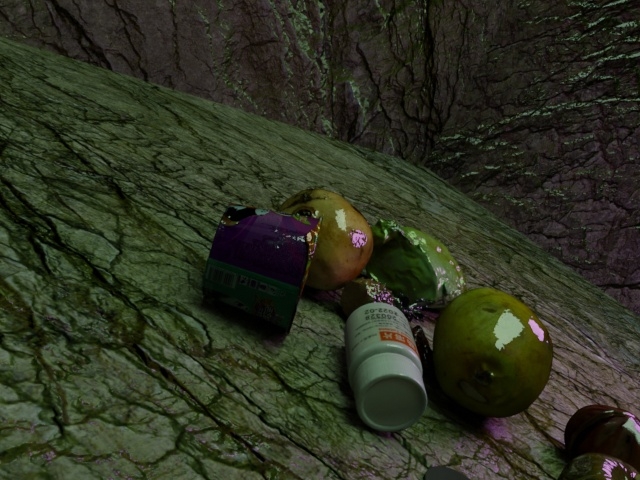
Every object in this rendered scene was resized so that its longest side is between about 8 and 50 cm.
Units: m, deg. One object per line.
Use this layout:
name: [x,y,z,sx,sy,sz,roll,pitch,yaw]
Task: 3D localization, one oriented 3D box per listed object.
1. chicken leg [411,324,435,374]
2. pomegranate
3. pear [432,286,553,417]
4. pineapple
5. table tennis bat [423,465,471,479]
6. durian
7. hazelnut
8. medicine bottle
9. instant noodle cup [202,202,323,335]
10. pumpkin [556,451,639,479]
chicken leg: [0.237,0.247,1.345,0.093,0.053,0.205,44,19,-26]
pomegranate: [0.000,0.000,1.393,0.260,0.261,0.260,24,20,-9]
pear: [0.363,0.235,1.222,0.269,0.269,0.321,34,11,18]
pineapple: [0.162,0.159,1.392,0.251,0.125,0.125,15,23,-41]
table tennis bat: [0.240,0.449,0.900,0.131,0.022,0.234,20,19,-22]
durian: [0.270,0.089,1.594,0.339,0.204,0.256,16,35,-51]
hazelnut: [0.613,0.435,1.179,0.177,0.178,0.204,21,21,-16]
medicine bottle: [0.118,0.235,1.094,0.144,0.145,0.252,24,21,-8]
instant noodle cup: [-0.119,0.044,1.150,0.190,0.251,0.251,17,21,-2]
pumpkin: [0.525,0.468,1.006,0.218,0.163,0.219,21,25,-10]
